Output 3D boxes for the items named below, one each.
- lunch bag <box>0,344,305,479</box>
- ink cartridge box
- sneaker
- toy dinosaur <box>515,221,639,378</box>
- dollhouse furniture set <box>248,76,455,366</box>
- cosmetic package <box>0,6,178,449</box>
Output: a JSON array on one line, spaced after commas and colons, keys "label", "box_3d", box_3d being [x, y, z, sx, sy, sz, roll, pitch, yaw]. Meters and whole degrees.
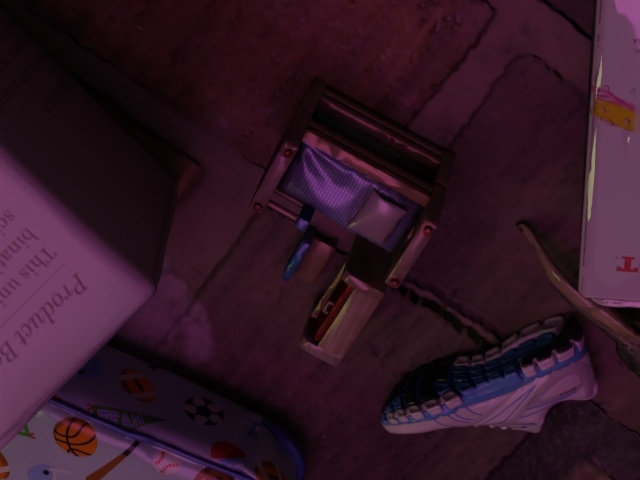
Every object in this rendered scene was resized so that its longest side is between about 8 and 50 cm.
[{"label": "lunch bag", "box_3d": [-0.183, 0.224, 1.368, 0.303, 0.115, 0.243, 24, 121, 3]}, {"label": "ink cartridge box", "box_3d": [0.301, -0.110, 1.088, 0.226, 0.131, 0.306, 5, 120, 9]}, {"label": "sneaker", "box_3d": [0.142, 0.135, 1.290, 0.191, 0.071, 0.083, -20, 118, 21]}, {"label": "toy dinosaur", "box_3d": [0.265, 0.080, 1.213, 0.268, 0.118, 0.064, 43, 73, -12]}, {"label": "dollhouse furniture set", "box_3d": [0.000, 0.000, 1.209, 0.129, 0.129, 0.183, 29, 120, -4]}, {"label": "cosmetic package", "box_3d": [-0.357, -0.030, 1.110, 0.329, 0.327, 0.394, -43, 103, 9]}]
